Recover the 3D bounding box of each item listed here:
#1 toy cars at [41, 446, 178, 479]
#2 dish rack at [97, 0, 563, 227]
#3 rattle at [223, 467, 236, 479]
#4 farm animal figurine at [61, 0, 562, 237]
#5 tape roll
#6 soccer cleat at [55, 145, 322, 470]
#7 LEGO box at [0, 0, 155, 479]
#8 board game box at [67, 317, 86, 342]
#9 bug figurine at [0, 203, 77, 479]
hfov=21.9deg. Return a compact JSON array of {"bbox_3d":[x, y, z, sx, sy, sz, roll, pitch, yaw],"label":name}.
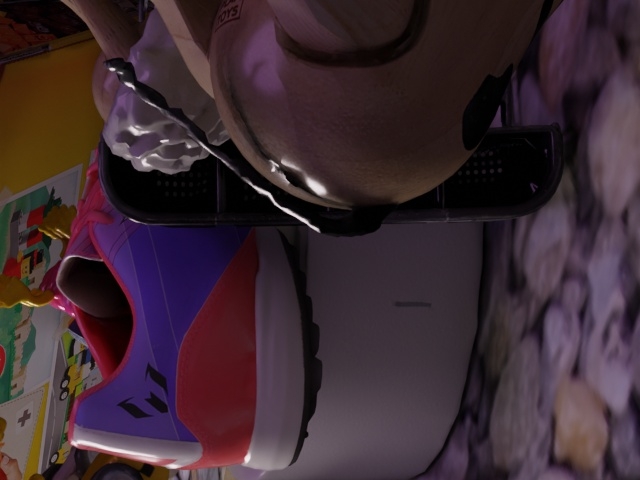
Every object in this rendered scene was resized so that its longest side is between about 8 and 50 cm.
[{"bbox_3d":[-0.126,0.172,1.050,0.176,0.087,0.394,-51,10,18],"label":"toy cars"},{"bbox_3d":[0.002,-0.134,0.793,0.074,0.208,0.272,96,173,-77],"label":"dish rack"},{"bbox_3d":[-0.074,0.161,1.105,0.130,0.142,0.200,117,137,-64],"label":"rattle"},{"bbox_3d":[0.074,-0.133,0.552,0.327,0.172,0.330,-49,14,-8],"label":"farm animal figurine"},{"bbox_3d":[0.000,0.000,0.964,0.286,0.100,0.286,-179,90,-75],"label":"tape roll"},{"bbox_3d":[-0.084,-0.016,0.862,0.318,0.116,0.109,-105,22,-43],"label":"soccer cleat"},{"bbox_3d":[-0.277,0.011,1.364,0.193,0.372,0.500,26,119,23],"label":"LEGO box"},{"bbox_3d":[-0.115,0.016,1.309,0.194,0.060,0.194,-51,1,-8],"label":"board game box"},{"bbox_3d":[-0.188,0.078,1.109,0.279,0.072,0.216,-53,23,-11],"label":"bug figurine"}]
